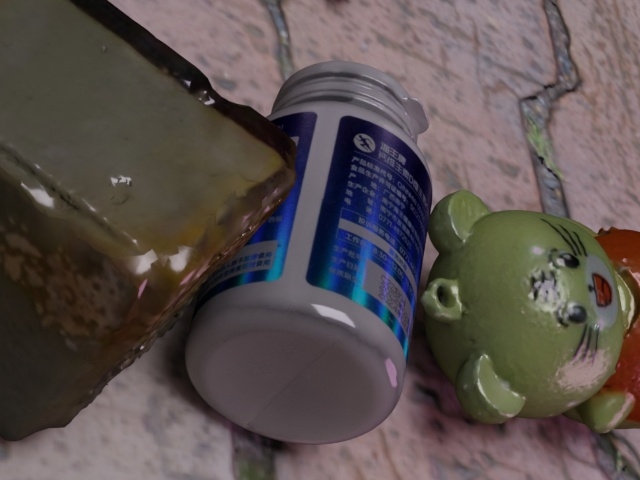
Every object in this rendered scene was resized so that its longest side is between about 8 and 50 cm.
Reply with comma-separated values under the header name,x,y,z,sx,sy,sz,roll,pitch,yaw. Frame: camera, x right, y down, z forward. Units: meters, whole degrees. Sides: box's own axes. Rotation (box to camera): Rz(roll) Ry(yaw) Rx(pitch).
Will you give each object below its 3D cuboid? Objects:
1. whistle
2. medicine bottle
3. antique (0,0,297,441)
name,x,y,z,sx,sy,sz,roll,pitch,yaw
whistle,0.163,0.049,1.004,0.288,0.106,0.131,10,62,-38
medicine bottle,0.000,0.000,0.886,0.107,0.107,0.191,33,43,-21
antique,-0.165,-0.064,0.768,0.284,0.150,0.125,43,41,2
